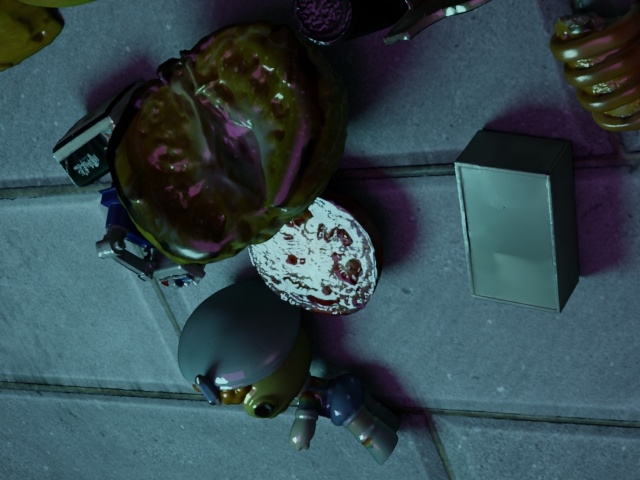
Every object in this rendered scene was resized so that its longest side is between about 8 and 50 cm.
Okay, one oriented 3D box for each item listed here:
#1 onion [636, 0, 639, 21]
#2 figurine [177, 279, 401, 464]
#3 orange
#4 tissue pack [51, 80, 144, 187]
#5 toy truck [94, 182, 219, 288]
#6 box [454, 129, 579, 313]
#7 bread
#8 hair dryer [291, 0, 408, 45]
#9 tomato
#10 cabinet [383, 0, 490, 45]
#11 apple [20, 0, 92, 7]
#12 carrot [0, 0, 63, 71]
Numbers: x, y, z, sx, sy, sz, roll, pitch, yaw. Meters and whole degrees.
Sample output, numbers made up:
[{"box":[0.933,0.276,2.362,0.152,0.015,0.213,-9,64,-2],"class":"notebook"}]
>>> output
[{"box":[0.398,-0.316,1.376,0.227,0.120,0.283,8,137,-23],"class":"onion"},{"box":[-0.032,0.201,2.146,0.382,0.224,0.205,26,118,-21],"class":"figurine"},{"box":[-0.105,-0.126,1.835,0.368,0.210,0.271,-34,71,22],"class":"orange"},{"box":[-0.321,-0.160,2.055,0.170,0.103,0.090,-23,114,44],"class":"tissue pack"},{"box":[-0.224,-0.021,2.023,0.161,0.177,0.213,-12,149,41],"class":"toy truck"},{"box":[0.262,-0.024,1.775,0.129,0.086,0.225,10,130,27],"class":"box"},{"box":[0.344,-0.201,1.574,0.119,0.084,0.177,-13,120,42],"class":"bread"},{"box":[0.072,-0.352,1.596,0.089,0.197,0.251,34,116,11],"class":"hair dryer"},{"box":[0.002,0.000,1.979,0.225,0.085,0.225,18,130,23],"class":"tomato"},{"box":[0.154,-0.406,1.359,0.227,0.318,0.290,-13,116,41],"class":"cabinet"},{"box":[-0.314,-0.436,1.693,0.301,0.301,0.301,19,134,21],"class":"apple"},{"box":[-0.582,-0.356,1.978,0.340,0.241,0.241,36,137,7],"class":"carrot"}]
